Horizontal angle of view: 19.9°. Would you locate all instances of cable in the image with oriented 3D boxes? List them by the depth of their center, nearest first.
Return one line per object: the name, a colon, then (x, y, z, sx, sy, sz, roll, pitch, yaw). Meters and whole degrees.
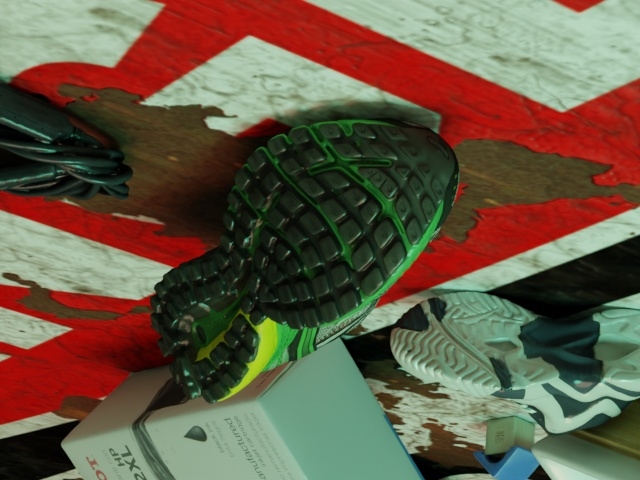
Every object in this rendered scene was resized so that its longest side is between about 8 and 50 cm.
cable: (-0.224, -0.059, 1.323, 0.184, 0.047, 0.150, 22, 154, -35)

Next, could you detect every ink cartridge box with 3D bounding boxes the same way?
ink cartridge box: (-0.071, 0.228, 1.755, 0.307, 0.129, 0.223, -17, 110, 46)

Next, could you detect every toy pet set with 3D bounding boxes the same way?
toy pet set: (0.226, 0.228, 1.894, 0.114, 0.065, 0.122, 25, 152, -39)

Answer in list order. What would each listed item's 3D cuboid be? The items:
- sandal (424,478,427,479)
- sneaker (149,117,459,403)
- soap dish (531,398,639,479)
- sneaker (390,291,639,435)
sandal: (0.023, 0.344, 2.158, 0.317, 0.138, 0.126, -13, 150, 37)
sneaker: (0.000, 0.000, 1.349, 0.146, 0.134, 0.343, -23, 171, -37)
soap dish: (0.347, 0.256, 1.658, 0.291, 0.118, 0.229, 50, 164, -23)
sneaker: (0.175, 0.117, 1.586, 0.235, 0.094, 0.153, -2, 150, -4)
